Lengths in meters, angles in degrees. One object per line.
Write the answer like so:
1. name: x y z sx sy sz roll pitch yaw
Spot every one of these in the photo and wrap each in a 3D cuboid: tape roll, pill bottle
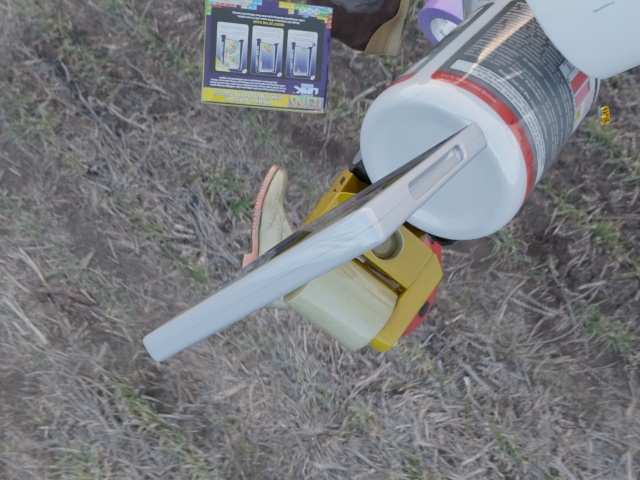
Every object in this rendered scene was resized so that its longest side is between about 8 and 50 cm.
1. tape roll: 0.300 -0.322 0.693 0.286 0.100 0.287 16 66 -40
2. tape roll: 0.440 -0.659 2.034 0.274 0.275 0.090 37 86 10
3. pill bottle: 0.229 -0.183 0.839 0.210 0.210 0.363 38 56 10

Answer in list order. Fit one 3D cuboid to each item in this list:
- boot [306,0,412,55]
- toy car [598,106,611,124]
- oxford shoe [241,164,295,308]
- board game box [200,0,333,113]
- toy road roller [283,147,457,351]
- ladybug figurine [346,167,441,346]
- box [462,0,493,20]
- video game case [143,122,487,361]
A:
1. boot: 0.074 -0.475 1.259 0.206 0.249 0.090 18 52 6
2. toy car: 0.462 -0.224 1.198 0.121 0.060 0.041 -20 114 -3
3. oxford shoe: -0.116 -0.007 1.720 0.146 0.140 0.398 9 73 -2
4. board game box: -0.074 -0.248 0.880 0.170 0.048 0.141 3 100 -14
5. toy road roller: 0.073 -0.008 1.036 0.202 0.240 0.330 38 81 -13
6. ladybug figurine: 0.156 0.032 1.526 0.304 0.162 0.450 -11 96 -18
7. box: 0.345 -0.550 1.436 0.058 0.322 0.233 -4 76 9
8. video game case: 0.000 0.000 0.460 0.023 0.212 0.193 57 37 -4
